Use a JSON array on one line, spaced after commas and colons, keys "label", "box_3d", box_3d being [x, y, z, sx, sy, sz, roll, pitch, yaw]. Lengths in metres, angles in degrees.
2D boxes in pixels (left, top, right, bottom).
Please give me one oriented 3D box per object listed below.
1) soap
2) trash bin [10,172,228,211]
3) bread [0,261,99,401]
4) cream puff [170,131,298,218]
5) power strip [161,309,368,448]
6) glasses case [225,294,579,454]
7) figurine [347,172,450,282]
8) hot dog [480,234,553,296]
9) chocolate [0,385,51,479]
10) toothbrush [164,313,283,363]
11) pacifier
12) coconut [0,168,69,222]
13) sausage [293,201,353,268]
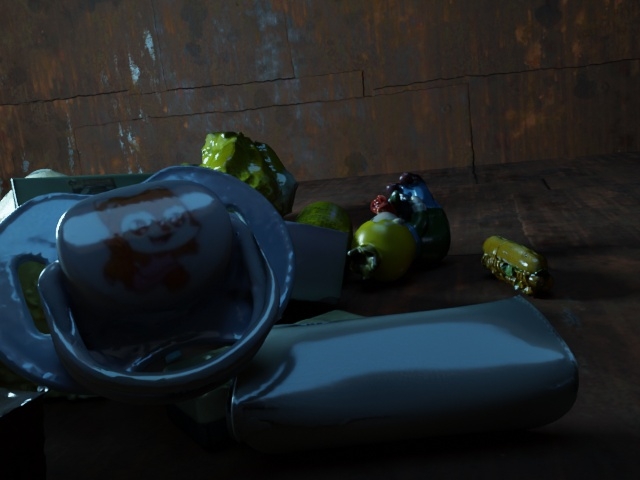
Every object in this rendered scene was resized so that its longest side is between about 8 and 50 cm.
[{"label": "soap", "box_3d": [-0.143, 0.022, 1.003, 0.346, 0.115, 0.208, 8, -6, -11]}, {"label": "trash bin", "box_3d": [-0.356, -0.007, 1.185, 0.343, 0.223, 0.158, -11, 44, -27]}, {"label": "bread", "box_3d": [-0.425, 0.075, 0.915, 0.345, 0.242, 0.405, -4, 15, -4]}, {"label": "cream puff", "box_3d": [-0.253, -0.135, 1.685, 0.378, 0.276, 0.378, -7, 14, 2]}, {"label": "power strip", "box_3d": [-0.038, 0.140, 0.728, 0.256, 0.070, 0.105, -13, 14, -34]}, {"label": "glasses case", "box_3d": [0.070, 0.127, 0.624, 0.308, 0.083, 0.128, -6, 40, 2]}, {"label": "figurine", "box_3d": [0.124, -0.023, 1.170, 0.234, 0.185, 0.127, -12, -6, -35]}, {"label": "hot dog", "box_3d": [0.301, 0.038, 1.036, 0.055, 0.072, 0.188, -30, 14, -5]}, {"label": "chocolate", "box_3d": [-0.377, 0.189, 0.586, 0.321, 0.112, 0.112, -2, 10, 26]}, {"label": "toothbrush", "box_3d": [-0.134, 0.132, 0.939, 0.204, 0.022, 0.017, -16, -1, -41]}, {"label": "pacifier", "box_3d": [-0.171, 0.059, 0.658, 0.299, 0.244, 0.233, -16, -22, -24]}, {"label": "coconut", "box_3d": [-0.581, -0.033, 1.436, 0.239, 0.244, 0.239, -6, 11, 1]}, {"label": "sausage", "box_3d": [0.000, 0.000, 1.249, 0.123, 0.123, 0.347, -5, 12, 6]}]
